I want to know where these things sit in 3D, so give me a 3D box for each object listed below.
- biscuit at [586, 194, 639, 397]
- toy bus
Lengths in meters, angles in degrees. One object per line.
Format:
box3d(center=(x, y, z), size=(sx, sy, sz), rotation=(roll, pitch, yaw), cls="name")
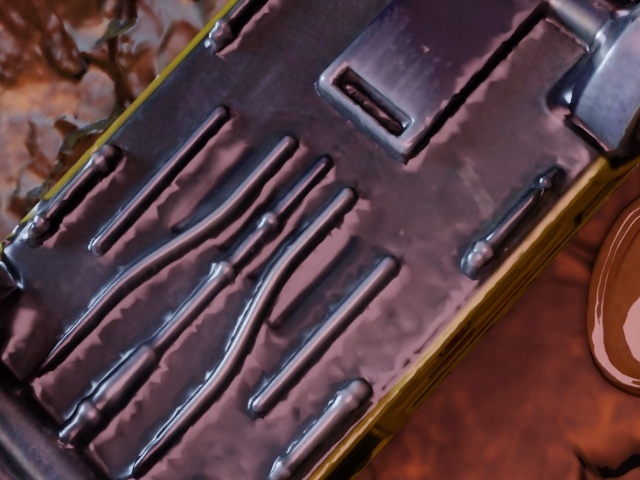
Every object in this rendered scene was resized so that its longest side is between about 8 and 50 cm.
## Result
box3d(center=(0.169, 0.043, 0.450), size=(0.140, 0.023, 0.118), rotation=(9, 82, 11), cls="biscuit")
box3d(center=(0.000, 0.000, 0.424), size=(0.144, 0.152, 0.330), rotation=(42, 88, 19), cls="toy bus")
